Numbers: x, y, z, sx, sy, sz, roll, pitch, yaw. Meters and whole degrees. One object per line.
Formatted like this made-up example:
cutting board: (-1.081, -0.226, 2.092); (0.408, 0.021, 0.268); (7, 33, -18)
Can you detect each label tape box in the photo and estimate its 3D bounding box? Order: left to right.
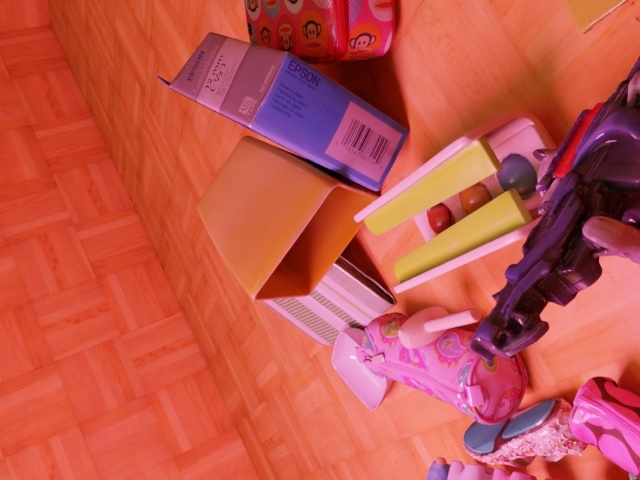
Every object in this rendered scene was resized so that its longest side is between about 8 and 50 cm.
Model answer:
label tape box: (-0.070, -0.213, 0.977); (0.347, 0.249, 0.115); (37, 101, 49)

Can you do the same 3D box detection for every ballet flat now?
ballet flat: (0.281, 0.280, 0.876); (0.077, 0.091, 0.241); (41, 153, 3)

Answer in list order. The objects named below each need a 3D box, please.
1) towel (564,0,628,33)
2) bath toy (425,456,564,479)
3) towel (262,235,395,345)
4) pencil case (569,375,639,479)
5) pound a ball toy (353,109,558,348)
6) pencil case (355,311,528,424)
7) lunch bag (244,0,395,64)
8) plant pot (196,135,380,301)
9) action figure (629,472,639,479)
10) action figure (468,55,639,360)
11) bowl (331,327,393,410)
towel: (0.287, -0.281, 0.527); (0.237, 0.021, 0.102); (-37, 70, 64)
bath toy: (0.279, 0.388, 0.873); (0.348, 0.151, 0.129); (146, 139, -66)
towel: (-0.016, 0.099, 1.246); (0.248, 0.038, 0.325); (38, 148, -1)
pencil case: (0.352, 0.220, 0.651); (0.209, 0.098, 0.095); (34, 101, 59)
pound a ball toy: (0.182, 0.001, 0.798); (0.208, 0.136, 0.319); (61, 152, 5)
pencil case: (0.173, 0.185, 0.962); (0.284, 0.124, 0.124); (7, 115, 60)
lunch bag: (-0.016, -0.391, 0.916); (0.293, 0.120, 0.258); (24, 124, 56)
plant pot: (-0.064, -0.048, 1.007); (0.187, 0.212, 0.212); (41, 102, 20)
action figure: (0.409, 0.352, 0.699); (0.232, 0.063, 0.137); (63, 155, 4)
action figure: (0.289, 0.002, 0.507); (0.178, 0.341, 0.330); (36, -178, -34)
bowl: (0.089, 0.241, 1.220); (0.142, 0.053, 0.142); (46, 148, 26)
